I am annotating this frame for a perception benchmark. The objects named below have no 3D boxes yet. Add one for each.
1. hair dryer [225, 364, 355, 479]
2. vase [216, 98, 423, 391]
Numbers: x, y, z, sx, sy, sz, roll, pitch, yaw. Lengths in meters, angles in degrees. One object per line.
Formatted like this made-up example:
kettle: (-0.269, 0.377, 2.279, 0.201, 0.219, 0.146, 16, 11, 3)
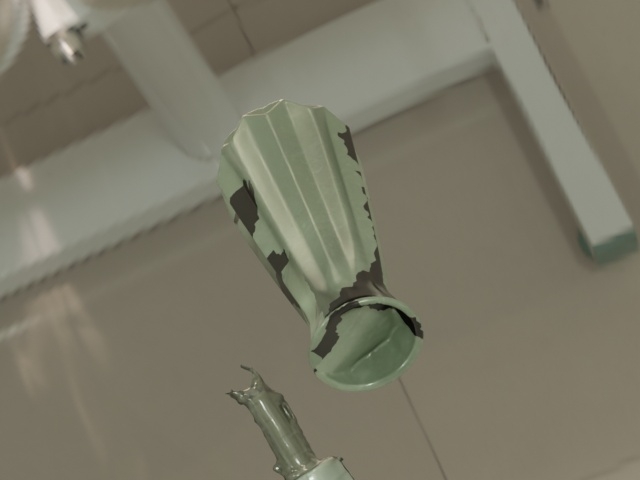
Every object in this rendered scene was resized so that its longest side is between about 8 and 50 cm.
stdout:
hair dryer: (0.056, 0.222, 1.090, 0.173, 0.107, 0.357, -33, 90, -12)
vase: (0.000, 0.000, 1.813, 0.165, 0.165, 0.360, -27, 39, 2)
